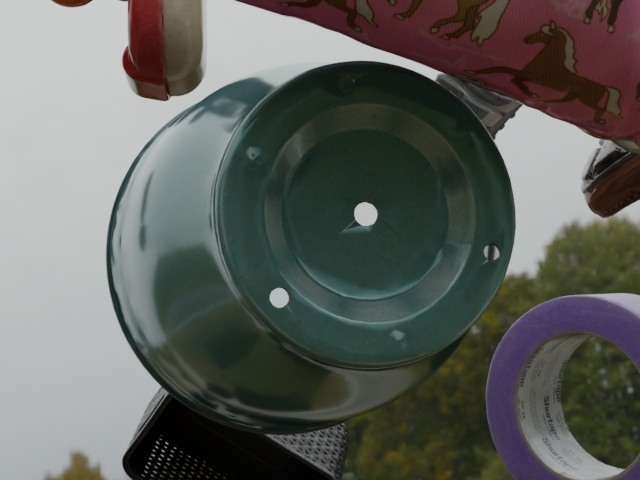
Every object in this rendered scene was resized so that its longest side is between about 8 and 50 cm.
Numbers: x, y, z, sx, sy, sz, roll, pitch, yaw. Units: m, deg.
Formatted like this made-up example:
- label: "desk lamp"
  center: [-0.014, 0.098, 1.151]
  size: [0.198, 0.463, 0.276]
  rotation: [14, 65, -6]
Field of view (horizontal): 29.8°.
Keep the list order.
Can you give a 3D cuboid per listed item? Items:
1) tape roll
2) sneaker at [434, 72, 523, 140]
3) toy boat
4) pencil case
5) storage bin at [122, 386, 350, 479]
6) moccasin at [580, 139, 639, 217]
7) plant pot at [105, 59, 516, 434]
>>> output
- label: "tape roll"
  center: [0.242, 0.140, 1.032]
  size: [0.189, 0.189, 0.080]
  rotation: [-23, -16, 38]
- label: "sneaker"
  center: [0.153, -0.123, 1.149]
  size: [0.229, 0.086, 0.132]
  rotation: [-47, -21, 8]
- label: "toy boat"
  center: [-0.180, -0.243, 1.084]
  size: [0.151, 0.231, 0.151]
  rotation: [-1, -10, -4]
- label: "pencil case"
  center: [0.066, -0.171, 0.693]
  size: [0.386, 0.167, 0.160]
  rotation: [17, -33, -15]
- label: "storage bin"
  center: [-0.076, 0.194, 1.114]
  size: [0.180, 0.084, 0.122]
  rotation: [33, -63, -7]
- label: "moccasin"
  center: [0.410, -0.111, 1.063]
  size: [0.380, 0.147, 0.139]
  rotation: [-29, 16, 21]
- label: "plant pot"
  center: [0.000, 0.000, 0.810]
  size: [0.271, 0.272, 0.255]
  rotation: [-2, -6, -14]
